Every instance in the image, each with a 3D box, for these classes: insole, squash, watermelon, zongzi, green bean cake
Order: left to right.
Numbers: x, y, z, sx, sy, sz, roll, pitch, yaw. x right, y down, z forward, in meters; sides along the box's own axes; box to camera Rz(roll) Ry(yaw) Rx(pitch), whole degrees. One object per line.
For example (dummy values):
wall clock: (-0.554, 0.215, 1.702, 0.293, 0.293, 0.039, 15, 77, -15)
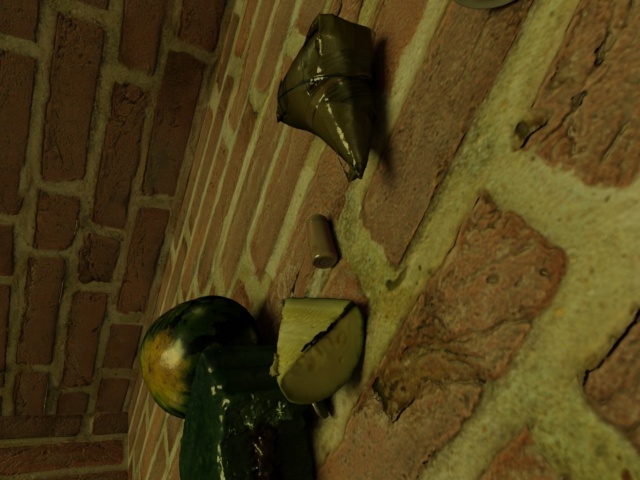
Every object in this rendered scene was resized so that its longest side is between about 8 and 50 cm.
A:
watermelon: (-0.250, 0.246, 0.943, 0.269, 0.269, 0.268, -27, 58, 57)
green bean cake: (-0.113, 0.368, 0.730, 0.308, 0.169, 0.299, 47, 125, 51)
squash: (-0.041, 0.178, 0.726, 0.169, 0.093, 0.252, -42, 15, -26)
insole: (-0.030, 0.214, 0.746, 0.010, 0.063, 0.192, -37, 44, 7)
zongzi: (0.001, -0.192, 0.755, 0.260, 0.123, 0.288, 151, 119, -62)

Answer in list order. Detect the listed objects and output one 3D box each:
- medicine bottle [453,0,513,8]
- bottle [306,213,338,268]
medicine bottle: (0.193, -0.397, 0.480, 0.095, 0.095, 0.259, -6, 76, 61)
bottle: (0.000, 0.000, 0.769, 0.045, 0.045, 0.096, -53, 37, 41)
